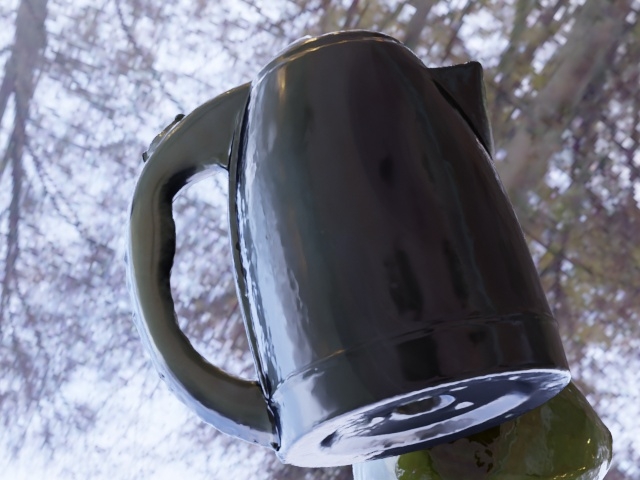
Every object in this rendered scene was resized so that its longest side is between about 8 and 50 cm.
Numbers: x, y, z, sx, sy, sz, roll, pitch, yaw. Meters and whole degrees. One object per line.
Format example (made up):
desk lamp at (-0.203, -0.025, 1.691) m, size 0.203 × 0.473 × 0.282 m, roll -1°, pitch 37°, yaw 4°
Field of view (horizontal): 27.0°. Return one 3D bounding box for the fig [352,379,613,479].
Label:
fig at (0.143, 0.181, 1.188) m, size 0.230 × 0.207 × 0.207 m, roll 13°, pitch -139°, yaw 13°

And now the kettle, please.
kettle at (0.000, 0.000, 1.041) m, size 0.321 × 0.228 × 0.324 m, roll -18°, pitch -110°, yaw 9°
